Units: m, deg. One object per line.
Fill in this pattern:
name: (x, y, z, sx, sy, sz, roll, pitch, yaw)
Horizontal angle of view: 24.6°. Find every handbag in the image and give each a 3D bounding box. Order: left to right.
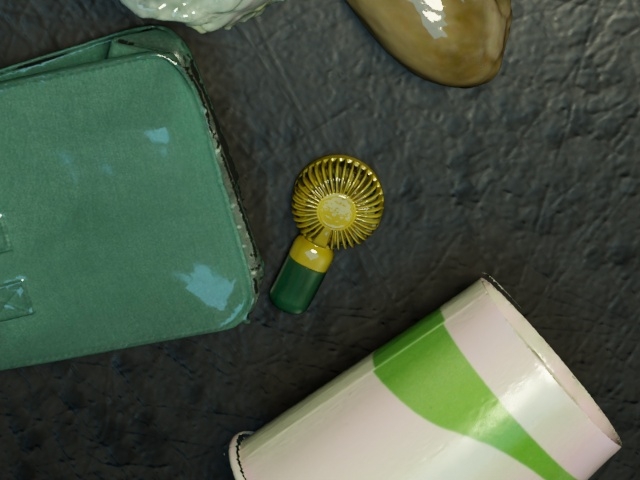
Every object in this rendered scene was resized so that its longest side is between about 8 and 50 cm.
handbag: (-0.202, -0.037, 1.266, 0.274, 0.100, 0.269, -15, 113, 9)

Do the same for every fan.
fan: (0.000, 0.000, 1.296, 0.082, 0.039, 0.155, 23, 111, -6)

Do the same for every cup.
cup: (0.097, 0.186, 1.264, 0.274, 0.253, 0.253, -41, 104, 10)

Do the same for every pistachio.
pistachio: (0.079, -0.200, 1.188, 0.185, 0.126, 0.108, 44, 64, -9)

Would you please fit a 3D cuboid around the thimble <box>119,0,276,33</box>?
thimble: (-0.093, -0.281, 1.101, 0.204, 0.172, 0.250, -4, 111, 27)
